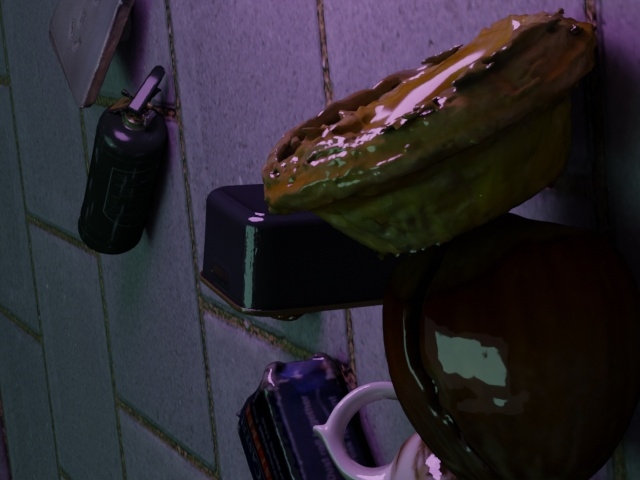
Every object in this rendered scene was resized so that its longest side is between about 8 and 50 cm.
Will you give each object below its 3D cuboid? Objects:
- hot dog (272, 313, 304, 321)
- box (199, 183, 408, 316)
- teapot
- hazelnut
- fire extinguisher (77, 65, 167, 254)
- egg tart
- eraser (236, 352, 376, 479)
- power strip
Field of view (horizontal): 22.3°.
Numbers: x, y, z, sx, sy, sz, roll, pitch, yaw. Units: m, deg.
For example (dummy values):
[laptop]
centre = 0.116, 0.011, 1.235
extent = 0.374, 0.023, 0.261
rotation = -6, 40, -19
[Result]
[hot dog]
centre = -0.055, 0.022, 1.793
extent = 0.099, 0.065, 0.147
rotation = 94, 154, -53
[box]
centre = 0.000, 0.000, 1.473
extent = 0.144, 0.201, 0.090
rotation = -147, 55, -63
[teapot]
centre = 0.112, 0.243, 1.326
extent = 0.204, 0.139, 0.298
rotation = 64, 180, -63
[hazelnut]
centre = 0.138, 0.086, 1.190
extent = 0.181, 0.181, 0.212
rotation = 40, 155, -19
[fire extinguisher]
centre = -0.263, -0.108, 2.214
extent = 0.095, 0.114, 0.311
rotation = 32, 145, 8
[egg tart]
centre = 0.083, -0.073, 1.195
extent = 0.118, 0.288, 0.288
rotation = 62, 161, -14
[eraser]
centre = 0.007, 0.292, 1.698
extent = 0.155, 0.102, 0.332
rotation = 117, 139, -57
[power strip]
centre = -0.301, -0.311, 2.253
extent = 0.213, 0.064, 0.198
rotation = -61, 40, 37
